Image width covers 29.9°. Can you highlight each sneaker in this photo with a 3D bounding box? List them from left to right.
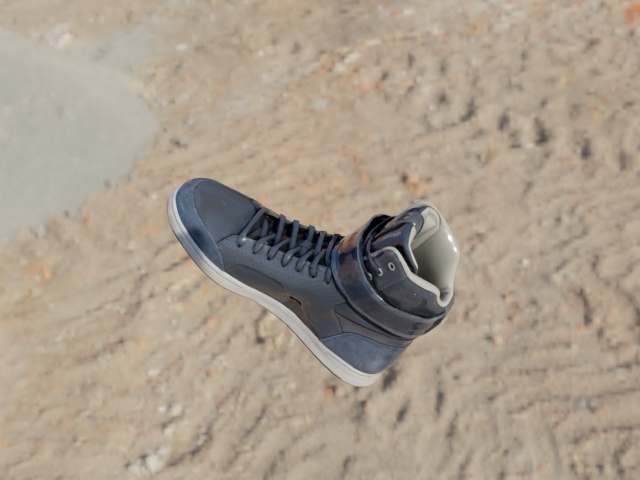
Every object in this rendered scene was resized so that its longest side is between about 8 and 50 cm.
[{"bbox_3d":[0.001,-0.001,0.919,0.226,0.163,0.086,38,48,-7],"label":"sneaker"}]
